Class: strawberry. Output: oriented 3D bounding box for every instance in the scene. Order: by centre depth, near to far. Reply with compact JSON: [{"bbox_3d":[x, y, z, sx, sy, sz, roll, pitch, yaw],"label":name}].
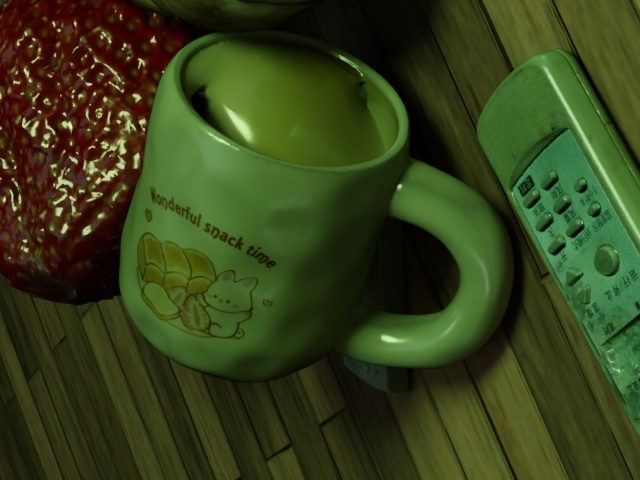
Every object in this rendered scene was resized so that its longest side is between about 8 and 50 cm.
[{"bbox_3d":[-0.186,-0.079,1.296,0.250,0.239,0.288,72,-157,-58],"label":"strawberry"}]

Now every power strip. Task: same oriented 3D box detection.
[{"bbox_3d":[0.038,0.003,1.213,0.060,0.027,0.252,27,127,52],"label":"power strip"}]

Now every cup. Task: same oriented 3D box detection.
[{"bbox_3d":[-0.004,-0.013,1.130,0.173,0.255,0.202,-97,19,-49],"label":"cup"}]

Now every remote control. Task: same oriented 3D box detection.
[{"bbox_3d":[0.169,0.000,0.976,0.233,0.038,0.098,63,150,17],"label":"remote control"}]

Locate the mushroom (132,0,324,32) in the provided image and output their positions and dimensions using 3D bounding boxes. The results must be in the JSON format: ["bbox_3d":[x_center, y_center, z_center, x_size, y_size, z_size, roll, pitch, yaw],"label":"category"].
[{"bbox_3d":[-0.103,-0.292,1.175,0.313,0.224,0.397,56,165,-8],"label":"mushroom"}]
